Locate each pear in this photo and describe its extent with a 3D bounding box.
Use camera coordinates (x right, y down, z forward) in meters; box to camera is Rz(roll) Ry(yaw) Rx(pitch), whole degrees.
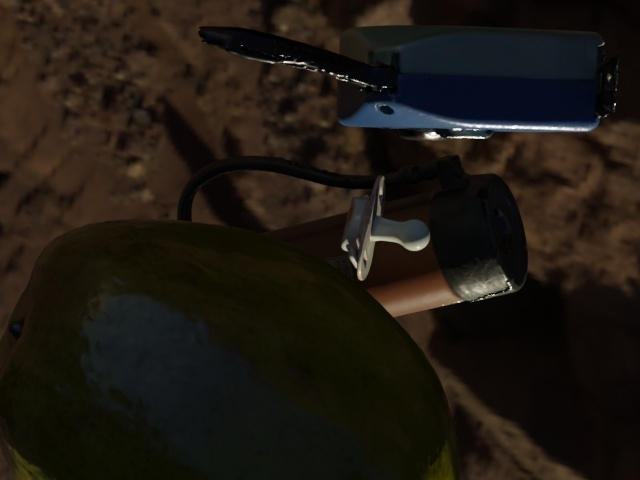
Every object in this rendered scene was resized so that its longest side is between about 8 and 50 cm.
[{"bbox_3d":[-0.061,0.118,1.059,0.307,0.253,0.253,24,83,-20],"label":"pear"}]

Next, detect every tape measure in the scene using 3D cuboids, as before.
[{"bbox_3d":[0.052,-0.136,1.421,0.351,0.215,0.098,3,93,-15],"label":"tape measure"}]

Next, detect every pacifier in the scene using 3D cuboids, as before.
[{"bbox_3d":[0.061,-0.007,1.527,0.081,0.078,0.099,72,29,-65],"label":"pacifier"}]

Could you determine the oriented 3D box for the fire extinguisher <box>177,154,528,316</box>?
[{"bbox_3d":[0.005,0.003,1.662,0.113,0.376,0.200,14,63,-64],"label":"fire extinguisher"}]
